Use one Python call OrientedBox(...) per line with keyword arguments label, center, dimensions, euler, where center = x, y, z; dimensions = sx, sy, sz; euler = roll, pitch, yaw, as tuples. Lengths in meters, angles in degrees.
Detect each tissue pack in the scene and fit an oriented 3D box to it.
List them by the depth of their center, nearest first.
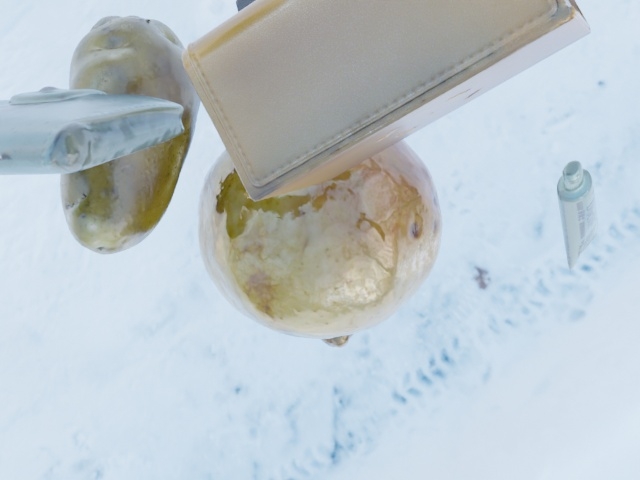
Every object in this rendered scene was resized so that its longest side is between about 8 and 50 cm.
OrientedBox(label="tissue pack", center=(0.056, -0.161, 0.764), dimensions=(0.274, 0.194, 0.145), euler=(-29, 90, 20))

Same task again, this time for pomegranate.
OrientedBox(label="pomegranate", center=(0.000, 0.000, 1.485), dimensions=(0.410, 0.410, 0.410), euler=(-3, 106, -9))

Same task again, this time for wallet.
OrientedBox(label="wallet", center=(-0.347, -0.124, 1.083), dimensions=(0.360, 0.252, 0.083), euler=(2, 110, 28))

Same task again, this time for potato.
OrientedBox(label="potato", center=(-0.267, -0.153, 1.323), dimensions=(0.176, 0.195, 0.369), euler=(7, 69, -1))

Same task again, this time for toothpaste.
OrientedBox(label="toothpaste", center=(0.306, -0.031, 1.125), dimensions=(0.037, 0.255, 0.067), euler=(30, 79, 26))

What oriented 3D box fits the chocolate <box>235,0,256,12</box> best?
OrientedBox(label="chocolate", center=(-0.035, -0.301, 1.166), dimensions=(0.156, 0.133, 0.156), euler=(-7, 125, -10))
